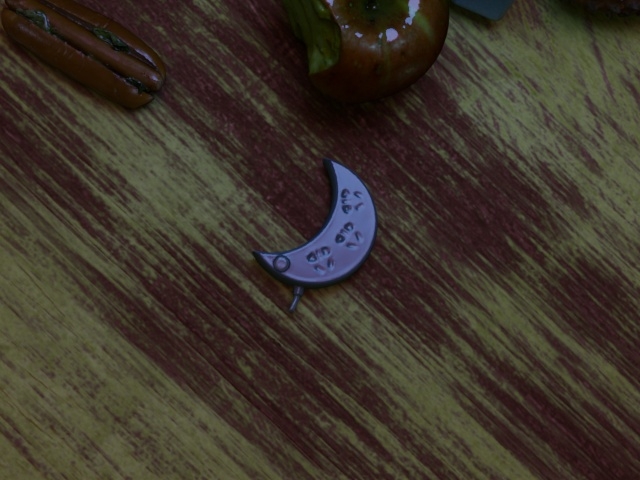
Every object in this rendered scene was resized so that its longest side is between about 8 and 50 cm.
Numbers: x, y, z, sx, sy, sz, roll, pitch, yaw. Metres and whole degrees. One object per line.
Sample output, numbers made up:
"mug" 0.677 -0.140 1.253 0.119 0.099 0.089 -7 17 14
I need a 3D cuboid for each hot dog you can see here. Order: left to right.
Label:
"hot dog" -0.327 -0.275 1.251 0.249 0.068 0.100 30 78 -1

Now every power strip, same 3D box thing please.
"power strip" 0.000 0.000 1.257 0.137 0.044 0.216 35 76 -1

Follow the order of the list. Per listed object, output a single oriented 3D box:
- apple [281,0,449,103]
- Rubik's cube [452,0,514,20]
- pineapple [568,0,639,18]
"apple" 0.048 -0.305 1.235 0.246 0.226 0.246 1 87 -14
"Rubik's cube" 0.202 -0.557 1.243 0.321 0.316 0.319 22 71 -2
"pineapple" 0.532 -0.407 1.366 0.361 0.175 0.175 6 78 -22
